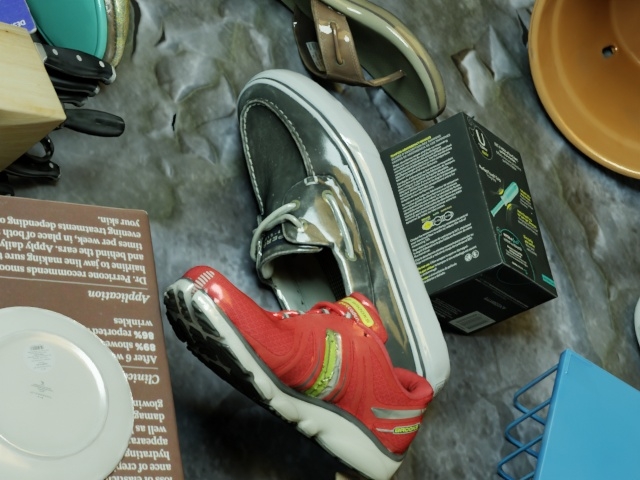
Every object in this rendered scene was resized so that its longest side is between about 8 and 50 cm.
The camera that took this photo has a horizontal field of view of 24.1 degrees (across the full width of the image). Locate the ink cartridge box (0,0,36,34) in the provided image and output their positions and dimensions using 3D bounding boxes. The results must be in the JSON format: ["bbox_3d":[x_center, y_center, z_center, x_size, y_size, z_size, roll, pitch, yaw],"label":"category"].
[{"bbox_3d":[-0.382,-0.312,1.259,0.176,0.069,0.371,-21,74,-9],"label":"ink cartridge box"}]

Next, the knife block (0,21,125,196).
[{"bbox_3d":[-0.254,-0.117,1.140,0.242,0.275,0.088,-21,73,-20],"label":"knife block"}]

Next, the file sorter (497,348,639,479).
[{"bbox_3d":[0.222,0.209,1.334,0.118,0.104,0.170,31,50,-13],"label":"file sorter"}]

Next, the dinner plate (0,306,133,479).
[{"bbox_3d":[-0.190,0.106,1.015,0.141,0.017,0.141,17,53,-23],"label":"dinner plate"}]

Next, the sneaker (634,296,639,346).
[{"bbox_3d":[0.416,0.160,1.458,0.114,0.152,0.305,-10,69,-39],"label":"sneaker"}]

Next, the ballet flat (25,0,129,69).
[{"bbox_3d":[-0.245,-0.304,1.358,0.123,0.123,0.348,-24,75,-40],"label":"ballet flat"}]

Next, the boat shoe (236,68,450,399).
[{"bbox_3d":[0.000,0.000,1.311,0.119,0.121,0.335,-16,73,-43],"label":"boat shoe"}]

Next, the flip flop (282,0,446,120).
[{"bbox_3d":[0.005,-0.205,1.467,0.277,0.112,0.080,39,74,-9],"label":"flip flop"}]

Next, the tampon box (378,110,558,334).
[{"bbox_3d":[0.135,-0.014,1.395,0.120,0.101,0.161,28,43,-51],"label":"tampon box"}]

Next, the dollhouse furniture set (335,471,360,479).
[{"bbox_3d":[-0.015,0.211,1.203,0.152,0.076,0.058,21,54,-33],"label":"dollhouse furniture set"}]

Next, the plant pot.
[{"bbox_3d":[0.389,-0.233,1.623,0.291,0.291,0.203,44,32,-1],"label":"plant pot"}]

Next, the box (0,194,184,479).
[{"bbox_3d":[-0.208,0.162,1.068,0.191,0.143,0.381,7,57,-30],"label":"box"}]

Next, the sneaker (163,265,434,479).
[{"bbox_3d":[-0.011,0.082,1.170,0.279,0.107,0.118,41,80,-41],"label":"sneaker"}]
